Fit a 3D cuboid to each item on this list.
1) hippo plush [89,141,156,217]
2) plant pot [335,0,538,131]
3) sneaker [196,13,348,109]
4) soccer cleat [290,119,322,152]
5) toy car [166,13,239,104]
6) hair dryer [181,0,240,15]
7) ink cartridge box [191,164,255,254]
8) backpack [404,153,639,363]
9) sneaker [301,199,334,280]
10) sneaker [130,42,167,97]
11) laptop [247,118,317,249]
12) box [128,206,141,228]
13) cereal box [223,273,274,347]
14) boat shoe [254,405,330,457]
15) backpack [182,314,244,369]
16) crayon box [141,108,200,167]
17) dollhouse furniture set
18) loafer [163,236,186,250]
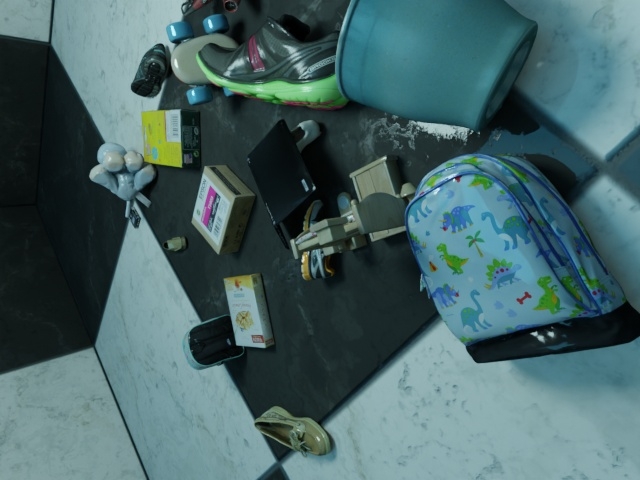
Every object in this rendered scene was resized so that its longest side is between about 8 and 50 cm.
[{"bbox_3d":[-0.833,-0.312,1.842,0.237,0.234,0.294,62,178,40],"label":"hippo plush"},{"bbox_3d":[0.207,-0.322,0.737,0.255,0.271,0.272,33,121,18],"label":"plant pot"},{"bbox_3d":[-0.115,-0.459,1.087,0.482,0.185,0.202,19,104,28],"label":"sneaker"},{"bbox_3d":[-0.075,-0.251,1.145,0.196,0.076,0.068,-44,68,41],"label":"soccer cleat"},{"bbox_3d":[-0.355,-0.541,1.327,0.238,0.210,0.219,-151,44,-69],"label":"toy car"},{"bbox_3d":[-0.295,-0.728,1.244,0.224,0.080,0.293,-57,46,16],"label":"hair dryer"},{"bbox_3d":[-0.329,-0.103,1.422,0.193,0.088,0.235,42,126,30],"label":"ink cartridge box"},{"bbox_3d":[0.303,0.021,0.728,0.290,0.273,0.356,-30,64,51],"label":"backpack"},{"bbox_3d":[0.000,0.000,1.131,0.083,0.084,0.215,3,96,15],"label":"sneaker"},{"bbox_3d":[-0.654,-0.651,1.650,0.267,0.101,0.106,-22,60,46],"label":"sneaker"},{"bbox_3d":[-0.096,-0.142,1.153,0.264,0.136,0.234,71,176,-67],"label":"laptop"},{"bbox_3d":[-0.882,-0.108,2.021,0.083,0.018,0.067,51,129,25],"label":"box"},{"bbox_3d":[-0.243,0.235,1.432,0.173,0.047,0.240,-11,90,46],"label":"cereal box"},{"bbox_3d":[-0.089,0.603,1.323,0.285,0.089,0.105,-2,96,45],"label":"boat shoe"},{"bbox_3d":[-0.390,0.365,1.505,0.144,0.188,0.166,-30,78,44],"label":"backpack"},{"bbox_3d":[-0.569,-0.387,1.607,0.318,0.081,0.202,15,109,42],"label":"crayon box"},{"bbox_3d":[0.025,-0.069,0.885,0.303,0.355,0.174,-22,82,46],"label":"dollhouse furniture set"},{"bbox_3d":[-0.593,0.018,1.735,0.148,0.050,0.056,-16,87,46],"label":"loafer"}]
